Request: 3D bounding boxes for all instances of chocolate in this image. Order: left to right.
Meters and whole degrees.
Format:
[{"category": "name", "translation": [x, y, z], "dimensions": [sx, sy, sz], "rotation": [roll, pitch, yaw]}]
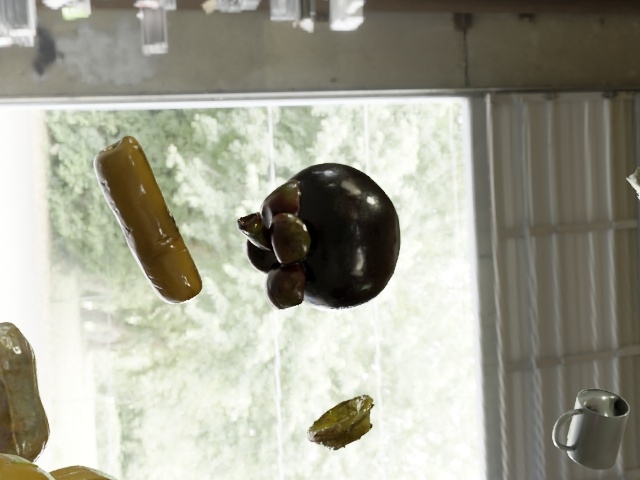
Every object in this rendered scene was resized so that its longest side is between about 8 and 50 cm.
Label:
[{"category": "chocolate", "translation": [-0.654, 0.324, 1.624], "dimensions": [0.134, 0.134, 0.309], "rotation": [147, -69, -73]}]

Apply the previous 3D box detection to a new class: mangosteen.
[{"category": "mangosteen", "translation": [0.000, 0.000, 1.935], "dimensions": [0.382, 0.435, 0.382], "rotation": [8, -76, 37]}]

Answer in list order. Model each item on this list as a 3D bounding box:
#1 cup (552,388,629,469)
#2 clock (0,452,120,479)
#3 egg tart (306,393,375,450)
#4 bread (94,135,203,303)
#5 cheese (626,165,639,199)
[{"category": "cup", "translation": [0.533, 0.371, 1.537], "dimensions": [0.099, 0.136, 0.133], "rotation": [-57, 153, -63]}, {"category": "clock", "translation": [-0.404, 0.426, 1.054], "dimensions": [0.200, 0.317, 0.244], "rotation": [6, -109, 43]}, {"category": "egg tart", "translation": [0.054, 0.441, 1.835], "dimensions": [0.074, 0.191, 0.191], "rotation": [64, -15, -2]}, {"category": "bread", "translation": [-0.300, -0.031, 1.334], "dimensions": [0.142, 0.091, 0.305], "rotation": [18, -47, 61]}, {"category": "cheese", "translation": [0.751, -0.062, 1.599], "dimensions": [0.249, 0.071, 0.163], "rotation": [47, 8, 17]}]
